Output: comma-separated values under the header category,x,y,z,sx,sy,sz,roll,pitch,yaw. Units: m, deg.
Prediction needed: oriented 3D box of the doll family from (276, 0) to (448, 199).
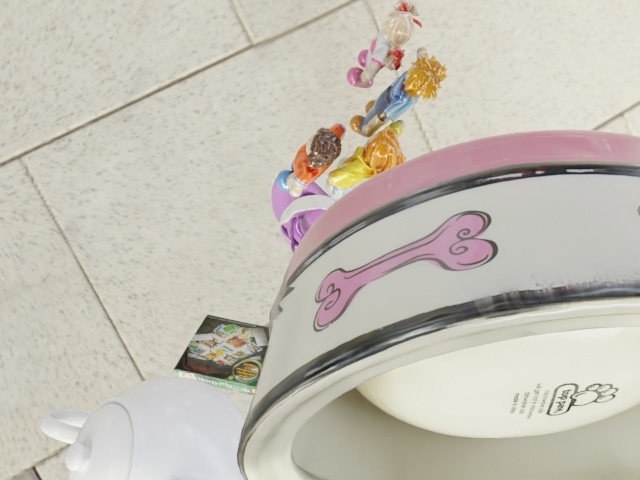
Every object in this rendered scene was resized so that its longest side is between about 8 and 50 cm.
category,x,y,z,sx,sy,sz,roll,pitch,yaw
doll family,0.068,-0.135,0.980,0.118,0.163,0.263,33,73,-8

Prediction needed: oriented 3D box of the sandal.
category,x,y,z,sx,sy,sz,roll,pitch,yaw
sandal,-0.002,-0.014,1.491,0.102,0.416,0.169,-19,119,-26

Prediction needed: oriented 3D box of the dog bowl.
category,x,y,z,sx,sy,sz,roll,pitch,yaw
dog bowl,0.146,0.084,0.636,0.408,0.408,0.150,14,51,-23

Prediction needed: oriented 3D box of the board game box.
category,x,y,z,sx,sy,sz,roll,pitch,yaw
board game box,-0.107,0.205,1.544,0.136,0.259,0.030,-59,151,-44

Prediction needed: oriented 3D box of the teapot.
category,x,y,z,sx,sy,sz,roll,pitch,yaw
teapot,-0.223,0.273,1.093,0.187,0.256,0.252,21,42,-36
